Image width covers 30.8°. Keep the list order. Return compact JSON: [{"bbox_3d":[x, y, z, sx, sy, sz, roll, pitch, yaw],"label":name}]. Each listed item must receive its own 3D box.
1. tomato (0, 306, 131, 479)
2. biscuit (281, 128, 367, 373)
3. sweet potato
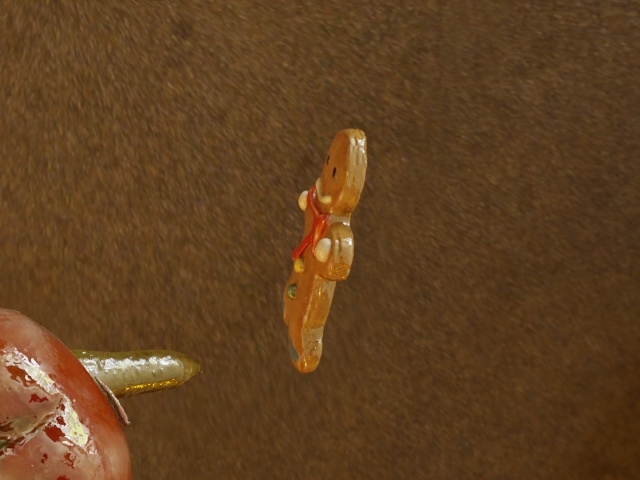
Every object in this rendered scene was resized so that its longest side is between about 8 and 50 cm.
[{"bbox_3d":[-0.236,0.150,0.735,0.225,0.085,0.225,0,88,5],"label":"tomato"},{"bbox_3d":[-0.002,0.000,1.539,0.049,0.205,0.324,11,120,-16],"label":"biscuit"},{"bbox_3d":[-0.223,0.131,1.078,0.274,0.067,0.067,-2,107,-33],"label":"sweet potato"}]
